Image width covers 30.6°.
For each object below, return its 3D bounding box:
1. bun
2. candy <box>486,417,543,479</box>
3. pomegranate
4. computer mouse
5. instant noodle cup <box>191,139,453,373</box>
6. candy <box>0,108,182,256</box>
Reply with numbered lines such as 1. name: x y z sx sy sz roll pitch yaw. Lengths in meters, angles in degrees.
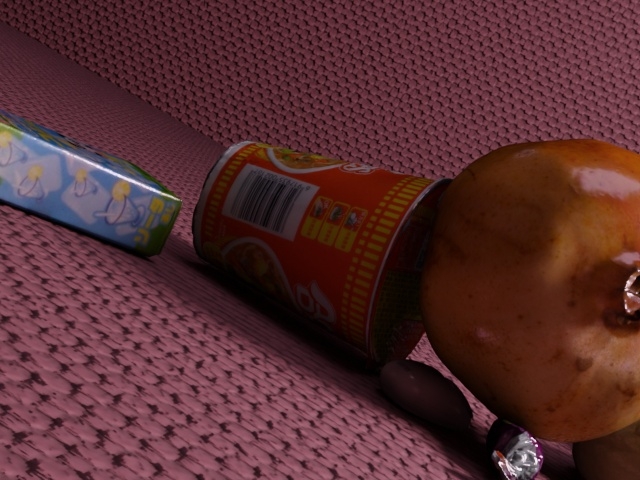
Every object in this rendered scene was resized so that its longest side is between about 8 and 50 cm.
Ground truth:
1. bun: 0.335 0.211 1.062 0.210 0.116 0.237 25 5 -31
2. candy: 0.151 0.165 0.919 0.045 0.043 0.175 31 1 5
3. pomegranate: 0.207 0.041 0.988 0.264 0.264 0.264 29 5 -3
4. computer mouse: 0.093 0.128 0.996 0.096 0.039 0.066 26 6 -35
5. instant noodle cup: 0.000 0.000 1.101 0.212 0.193 0.193 21 2 24
6. candy: -0.220 -0.054 0.979 0.194 0.062 0.097 23 8 -41
